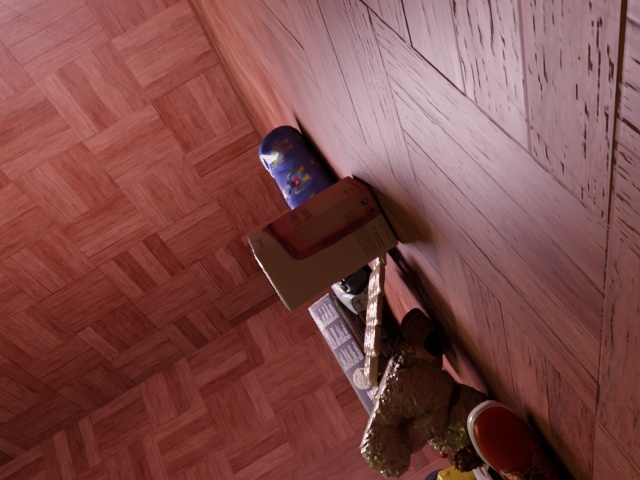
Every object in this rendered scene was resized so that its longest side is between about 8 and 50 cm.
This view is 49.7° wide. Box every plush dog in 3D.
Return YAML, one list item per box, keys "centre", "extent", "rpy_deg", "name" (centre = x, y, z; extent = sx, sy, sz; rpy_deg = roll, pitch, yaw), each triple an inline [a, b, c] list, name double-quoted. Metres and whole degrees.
- centre: [0.214, 0.299, 1.235]
  extent: [0.225, 0.211, 0.262]
  rpy_deg: [21, -157, 3]
  name: "plush dog"

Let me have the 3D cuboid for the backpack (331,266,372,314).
- centre: [0.097, 0.129, 1.975]
  extent: [0.152, 0.115, 0.182]
  rpy_deg: [54, 177, 35]
  name: "backpack"

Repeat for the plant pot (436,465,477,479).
- centre: [0.360, 0.587, 1.489]
  extent: [0.212, 0.212, 0.187]
  rpy_deg: [-131, 22, -72]
  name: "plant pot"

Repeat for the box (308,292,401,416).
- centre: [0.163, 0.344, 2.096]
  extent: [0.395, 0.097, 0.318]
  rpy_deg: [58, -160, 19]
  name: "box"

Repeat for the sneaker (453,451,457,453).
- centre: [0.242, 0.347, 1.517]
  extent: [0.146, 0.102, 0.293]
  rpy_deg: [34, -174, -35]
  name: "sneaker"

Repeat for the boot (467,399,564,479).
- centre: [0.313, 0.343, 0.970]
  extent: [0.244, 0.088, 0.176]
  rpy_deg: [52, 178, -13]
  name: "boot"

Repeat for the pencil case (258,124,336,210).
- centre: [-0.037, -0.128, 1.586]
  extent: [0.119, 0.133, 0.306]
  rpy_deg: [18, -148, -48]
  name: "pencil case"

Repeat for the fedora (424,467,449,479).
- centre: [0.367, 0.738, 1.723]
  extent: [0.334, 0.334, 0.152]
  rpy_deg: [55, 131, 48]
  name: "fedora"

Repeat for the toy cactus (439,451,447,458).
- centre: [0.322, 0.463, 1.653]
  extent: [0.180, 0.112, 0.219]
  rpy_deg: [33, 134, 29]
  name: "toy cactus"

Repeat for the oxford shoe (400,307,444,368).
- centre: [0.221, 0.226, 1.409]
  extent: [0.076, 0.076, 0.212]
  rpy_deg: [39, 166, 40]
  name: "oxford shoe"

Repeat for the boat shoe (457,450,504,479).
- centre: [0.329, 0.417, 1.354]
  extent: [0.267, 0.096, 0.088]
  rpy_deg: [64, 149, 7]
  name: "boat shoe"

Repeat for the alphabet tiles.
- centre: [0.109, 0.141, 1.363]
  extent: [0.278, 0.021, 0.284]
  rpy_deg: [87, -171, -82]
  name: "alphabet tiles"

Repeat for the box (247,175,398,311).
- centre: [0.000, 0.000, 1.262]
  extent: [0.127, 0.232, 0.148]
  rpy_deg: [60, 176, -17]
  name: "box"
